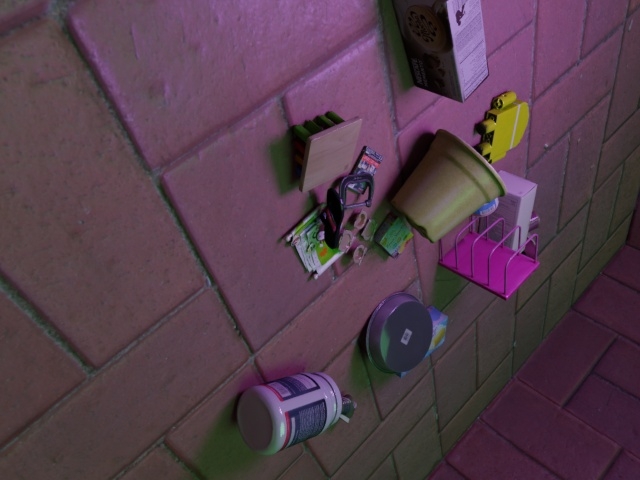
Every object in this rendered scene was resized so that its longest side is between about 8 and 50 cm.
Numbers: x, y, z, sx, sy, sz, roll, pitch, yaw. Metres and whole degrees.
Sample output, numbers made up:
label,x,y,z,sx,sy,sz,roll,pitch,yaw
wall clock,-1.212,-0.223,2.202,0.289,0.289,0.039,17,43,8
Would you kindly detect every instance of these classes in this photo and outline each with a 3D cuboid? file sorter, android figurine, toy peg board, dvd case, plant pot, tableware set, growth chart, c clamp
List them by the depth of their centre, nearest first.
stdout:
label,x,y,z,sx,sy,sz,roll,pitch,yaw
toy peg board,0.002,-0.221,1.329,0.161,0.079,0.161,-29,150,-31
c clamp,0.091,-0.112,1.497,0.160,0.022,0.137,-20,112,-40
growth chart,0.000,0.000,1.513,0.172,0.021,0.237,-48,142,-14
dvd case,0.119,-0.189,1.516,0.087,0.013,0.120,18,100,-52
tableware set,0.111,-0.012,1.609,0.141,0.020,0.168,-62,146,-7
plant pot,0.355,-0.139,1.639,0.254,0.276,0.276,-46,143,3
android figurine,0.620,-0.382,1.902,0.272,0.056,0.248,-30,135,-30
file sorter,0.589,0.027,1.969,0.202,0.290,0.182,-38,136,-23

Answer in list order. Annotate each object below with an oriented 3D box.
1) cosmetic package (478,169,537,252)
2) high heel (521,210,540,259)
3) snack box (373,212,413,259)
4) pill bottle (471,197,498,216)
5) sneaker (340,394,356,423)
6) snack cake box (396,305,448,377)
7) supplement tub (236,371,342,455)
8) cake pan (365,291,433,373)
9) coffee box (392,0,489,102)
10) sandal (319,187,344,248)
label,x,y,z,sx,sy,sz,roll,pitch,yaw
cosmetic package,0.700,-0.089,2.117,0.113,0.160,0.310,-33,138,-30
high heel,0.836,0.009,2.416,0.181,0.127,0.377,-22,143,2
snack box,0.228,-0.011,1.743,0.100,0.037,0.141,-55,143,-4
pill bottle,0.523,-0.186,1.878,0.124,0.124,0.221,-49,142,-11
sneaker,0.075,0.579,1.980,0.086,0.064,0.192,-55,144,-16
snack cake box,0.366,0.384,2.138,0.264,0.089,0.152,-29,135,-32
supplement tub,-0.088,0.493,1.624,0.272,0.191,0.191,-2,117,-47
cake pan,0.285,0.329,1.950,0.293,0.054,0.294,-5,99,-35
coffee box,0.299,-0.502,1.367,0.119,0.168,0.297,-47,142,-13
sandal,0.024,-0.050,1.436,0.040,0.067,0.179,-17,131,-28
